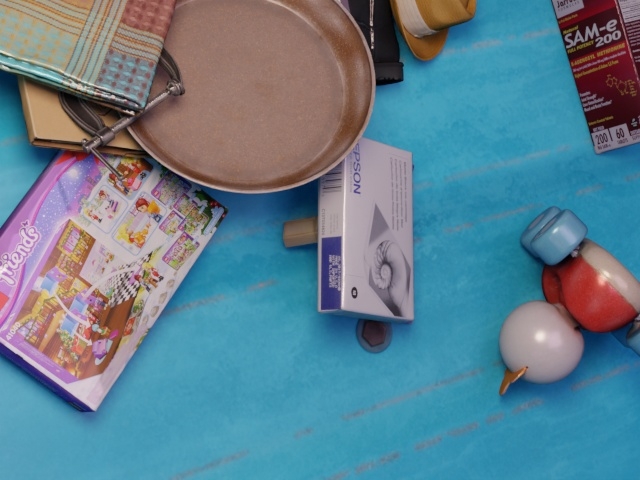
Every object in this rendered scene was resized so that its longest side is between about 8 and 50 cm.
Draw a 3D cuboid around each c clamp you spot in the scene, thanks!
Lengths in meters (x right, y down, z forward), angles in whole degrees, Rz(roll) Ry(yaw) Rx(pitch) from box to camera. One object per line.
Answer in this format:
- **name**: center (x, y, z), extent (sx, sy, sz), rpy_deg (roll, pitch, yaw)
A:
- **c clamp**: center (-0.213, -0.154, 1.489), extent (0.137, 0.022, 0.161), rpy_deg (40, 65, 14)

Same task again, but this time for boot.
- **boot**: center (0.000, -0.300, 1.708), extent (0.246, 0.094, 0.207), rpy_deg (-6, 90, -36)

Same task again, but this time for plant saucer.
- **plant saucer**: center (-0.091, -0.187, 1.563), extent (0.311, 0.050, 0.310), rpy_deg (4, 66, -9)

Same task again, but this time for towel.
- **towel**: center (-0.339, -0.303, 1.477), extent (0.370, 0.040, 0.271), rpy_deg (19, 58, -12)

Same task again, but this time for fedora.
- **fedora**: center (0.156, -0.330, 1.766), extent (0.194, 0.079, 0.194), rpy_deg (18, 70, -61)

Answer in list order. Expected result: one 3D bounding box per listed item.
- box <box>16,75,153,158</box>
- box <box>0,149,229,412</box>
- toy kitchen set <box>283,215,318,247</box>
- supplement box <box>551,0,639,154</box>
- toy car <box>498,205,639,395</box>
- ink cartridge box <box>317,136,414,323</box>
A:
- **box**: center (-0.272, -0.191, 1.534), extent (0.164, 0.021, 0.201), rpy_deg (4, 60, -39)
- **box**: center (-0.264, 0.020, 1.540), extent (0.201, 0.057, 0.293), rpy_deg (40, 66, -17)
- **toy kitchen set**: center (0.000, 0.000, 1.711), extent (0.068, 0.075, 0.083), rpy_deg (-88, 165, -50)
- **supplement box**: center (0.425, -0.255, 1.919), extent (0.073, 0.130, 0.239), rpy_deg (-17, 91, -29)
- **toy car**: center (0.315, 0.112, 1.808), extent (0.238, 0.210, 0.219), rpy_deg (-45, 92, 3)
- **ink cartridge box**: center (0.075, -0.010, 1.687), extent (0.224, 0.045, 0.223), rpy_deg (11, 77, -55)
